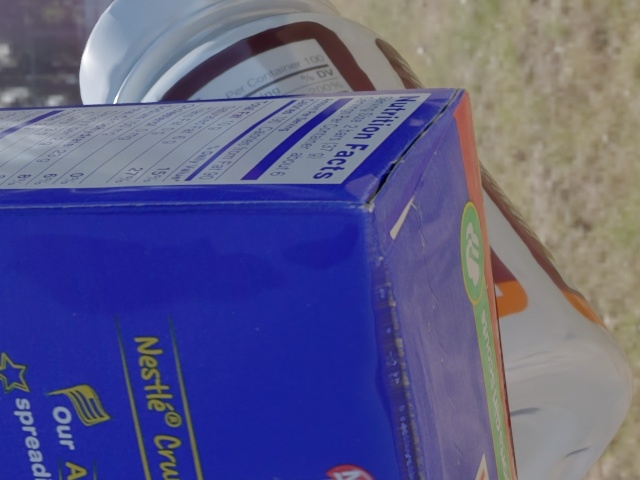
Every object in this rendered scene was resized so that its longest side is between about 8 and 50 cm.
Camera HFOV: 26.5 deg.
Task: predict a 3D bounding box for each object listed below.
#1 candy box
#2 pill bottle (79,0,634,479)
[{"bbox_3d":[-0.095,0.092,0.464,0.122,0.317,0.268,-51,-44,-59],"label":"candy box"},{"bbox_3d":[0.000,0.000,0.866,0.392,0.224,0.224,58,154,34],"label":"pill bottle"}]
